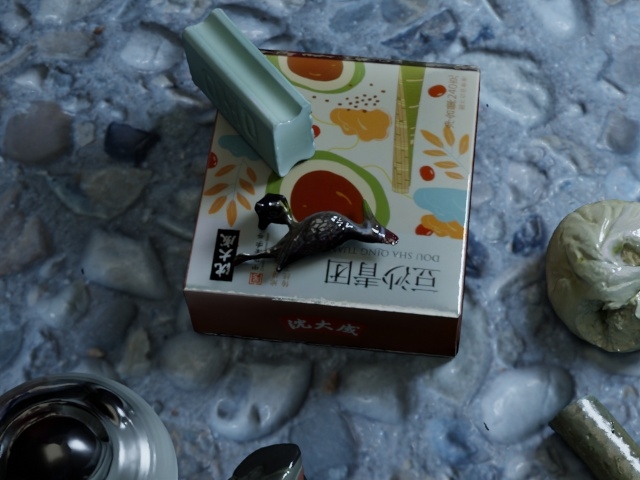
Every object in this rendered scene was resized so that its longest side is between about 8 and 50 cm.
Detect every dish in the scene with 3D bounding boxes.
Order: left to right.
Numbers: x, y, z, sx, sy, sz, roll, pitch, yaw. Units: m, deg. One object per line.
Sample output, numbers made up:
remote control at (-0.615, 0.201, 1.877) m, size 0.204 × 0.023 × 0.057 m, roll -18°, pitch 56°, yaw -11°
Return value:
dish at (-0.312, 0.262, 1.688) m, size 0.273 × 0.134 × 0.273 m, roll -1°, pitch 58°, yaw 1°

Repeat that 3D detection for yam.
yam at (0.353, 0.262, 1.703) m, size 0.068 × 0.068 × 0.169 m, roll -33°, pitch 65°, yaw -16°

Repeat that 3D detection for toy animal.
toy animal at (-0.005, -0.009, 1.743) m, size 0.202 × 0.070 × 0.105 m, roll 2°, pitch 73°, yaw 1°

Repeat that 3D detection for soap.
soap at (-0.090, -0.188, 1.808) m, size 0.066 × 0.119 × 0.198 m, roll -34°, pitch 64°, yaw -16°

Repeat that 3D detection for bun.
bun at (0.375, 0.039, 1.799) m, size 0.178 × 0.128 × 0.193 m, roll 9°, pitch 63°, yaw 6°

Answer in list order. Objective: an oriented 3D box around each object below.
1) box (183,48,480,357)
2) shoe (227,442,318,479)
box at (0.025, -0.058, 1.867) m, size 0.344 × 0.122 × 0.385 m, roll 5°, pitch 60°, yaw 5°
shoe at (-0.073, 0.374, 1.615) m, size 0.114 × 0.137 × 0.291 m, roll -10°, pitch 39°, yaw 39°
